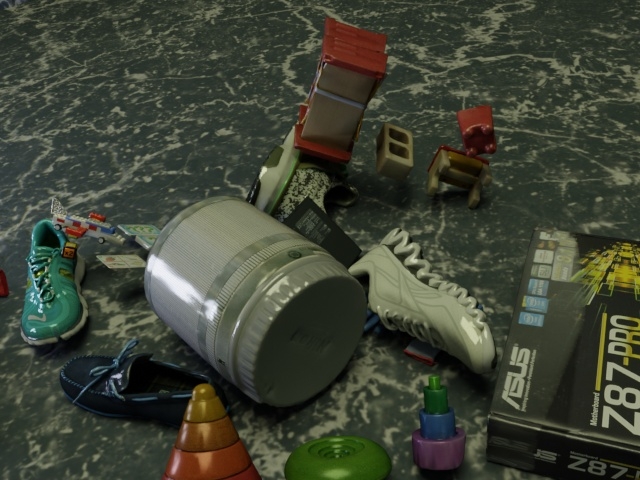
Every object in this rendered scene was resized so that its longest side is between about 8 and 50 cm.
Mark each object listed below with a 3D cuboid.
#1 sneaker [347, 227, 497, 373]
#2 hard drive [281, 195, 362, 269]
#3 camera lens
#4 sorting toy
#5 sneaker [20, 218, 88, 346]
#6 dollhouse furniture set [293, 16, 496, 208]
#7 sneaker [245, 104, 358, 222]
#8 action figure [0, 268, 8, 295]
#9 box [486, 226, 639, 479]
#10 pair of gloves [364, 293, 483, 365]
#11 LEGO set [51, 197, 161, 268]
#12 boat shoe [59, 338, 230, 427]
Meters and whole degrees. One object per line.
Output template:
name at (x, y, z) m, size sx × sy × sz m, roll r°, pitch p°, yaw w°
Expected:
sneaker at (0.141, 0.099, 0.959) m, size 0.118 × 0.110 × 0.292 m, roll -27°, pitch 38°, yaw -11°
hard drive at (0.000, 0.000, 1.128) m, size 0.135 × 0.022 × 0.094 m, roll 45°, pitch 48°, yaw -6°
camera lens at (-0.098, 0.076, 0.948) m, size 0.219 × 0.219 × 0.274 m, roll -31°, pitch 43°, yaw -30°
sorting toy at (-0.008, 0.216, 0.787) m, size 0.366 × 0.126 × 0.127 m, roll -5°, pitch 1°, yaw -9°
sneaker at (-0.449, 0.067, 1.102) m, size 0.107 × 0.109 × 0.275 m, roll -15°, pitch 38°, yaw -12°
dollhouse furniture set at (0.152, -0.228, 1.219) m, size 0.374 × 0.201 × 0.152 m, roll 17°, pitch 41°, yaw -8°
sneaker at (-0.007, -0.129, 1.321) m, size 0.182 × 0.158 × 0.410 m, roll 31°, pitch 40°, yaw -3°
action figure at (-0.691, 0.053, 1.133) m, size 0.281 × 0.139 × 0.091 m, roll -5°, pitch 19°, yaw 5°
box at (0.414, 0.147, 0.886) m, size 0.319 × 0.097 × 0.395 m, roll 8°, pitch 39°, yaw 23°
pair of gloves at (0.150, 0.113, 1.029) m, size 0.198 × 0.023 × 0.159 m, roll 22°, pitch 45°, yaw 33°
LEGO set at (-0.343, -0.010, 1.149) m, size 0.244 × 0.060 × 0.182 m, roll -1°, pitch 24°, yaw -47°
boat shoe at (-0.245, 0.187, 0.930) m, size 0.259 × 0.089 × 0.109 m, roll 4°, pitch 38°, yaw 13°
